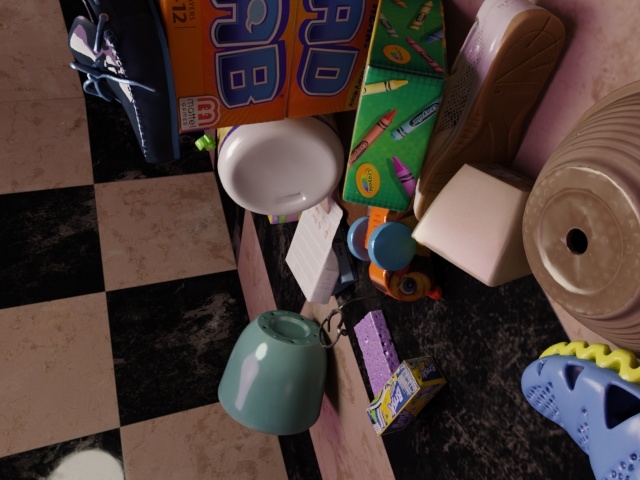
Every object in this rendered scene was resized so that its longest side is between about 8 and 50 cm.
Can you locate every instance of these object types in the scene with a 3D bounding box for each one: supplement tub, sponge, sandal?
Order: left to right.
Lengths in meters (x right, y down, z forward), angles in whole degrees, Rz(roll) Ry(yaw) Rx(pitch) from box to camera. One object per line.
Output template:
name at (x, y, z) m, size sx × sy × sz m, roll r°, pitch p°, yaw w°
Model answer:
supplement tub at (-0.092, -0.243, 1.035) m, size 0.241 × 0.241 × 0.331 m, roll 102°, pitch 162°, yaw -48°
sponge at (0.124, 0.254, 0.998) m, size 0.117 × 0.031 × 0.210 m, roll 119°, pitch 139°, yaw -62°
sandal at (0.254, 0.179, 0.361) m, size 0.126 × 0.138 × 0.317 m, roll 45°, pitch 176°, yaw -20°

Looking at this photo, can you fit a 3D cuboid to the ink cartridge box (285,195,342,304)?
ink cartridge box at (0.000, 0.000, 1.123) m, size 0.225 × 0.056 × 0.181 m, roll -68°, pitch 30°, yaw 23°

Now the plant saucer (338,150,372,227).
plant saucer at (0.077, -0.090, 0.970) m, size 0.198 × 0.036 × 0.199 m, roll 170°, pitch 90°, yaw -72°

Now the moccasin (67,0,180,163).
moccasin at (-0.269, -0.251, 0.660) m, size 0.138 × 0.116 × 0.342 m, roll 130°, pitch 123°, yaw -63°

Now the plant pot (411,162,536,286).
plant pot at (0.185, -0.026, 0.545) m, size 0.109 × 0.109 × 0.096 m, roll 38°, pitch 121°, yaw 36°

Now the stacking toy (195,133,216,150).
stacking toy at (-0.277, -0.232, 0.875) m, size 0.167 × 0.052 × 0.221 m, roll 53°, pitch -171°, yaw 1°

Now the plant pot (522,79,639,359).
plant pot at (0.243, -0.006, 0.396) m, size 0.237 × 0.109 × 0.237 m, roll 170°, pitch 90°, yaw -72°

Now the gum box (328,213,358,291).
gum box at (0.023, 0.040, 1.183) m, size 0.184 × 0.041 × 0.157 m, roll 134°, pitch 125°, yaw -66°

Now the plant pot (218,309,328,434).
plant pot at (-0.109, 0.334, 1.370) m, size 0.293 × 0.293 × 0.235 m, roll 48°, pitch 126°, yaw 59°

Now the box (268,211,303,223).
box at (-0.099, -0.206, 1.311) m, size 0.214 × 0.117 × 0.243 m, roll 101°, pitch 153°, yaw -46°

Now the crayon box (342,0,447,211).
crayon box at (0.092, -0.187, 0.619) m, size 0.278 × 0.081 × 0.165 m, roll -77°, pitch -3°, yaw -47°

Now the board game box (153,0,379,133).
board game box at (-0.104, -0.436, 0.787) m, size 0.357 × 0.356 × 0.356 m, roll 101°, pitch 148°, yaw -46°

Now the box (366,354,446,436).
box at (0.142, 0.267, 0.857) m, size 0.054 × 0.059 × 0.169 m, roll 64°, pitch 144°, yaw 37°

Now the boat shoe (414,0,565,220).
boat shoe at (0.171, -0.139, 0.580) m, size 0.277 × 0.098 × 0.096 m, roll 109°, pitch 151°, yaw -43°

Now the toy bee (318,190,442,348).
toy bee at (0.119, 0.021, 0.767) m, size 0.298 × 0.162 × 0.195 m, roll -62°, pitch 25°, yaw 22°
